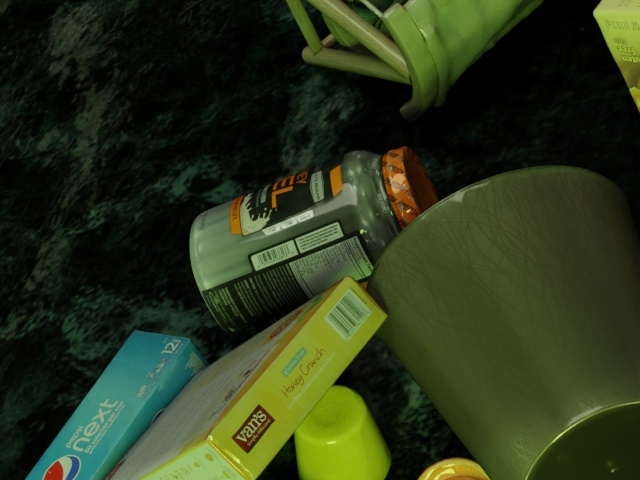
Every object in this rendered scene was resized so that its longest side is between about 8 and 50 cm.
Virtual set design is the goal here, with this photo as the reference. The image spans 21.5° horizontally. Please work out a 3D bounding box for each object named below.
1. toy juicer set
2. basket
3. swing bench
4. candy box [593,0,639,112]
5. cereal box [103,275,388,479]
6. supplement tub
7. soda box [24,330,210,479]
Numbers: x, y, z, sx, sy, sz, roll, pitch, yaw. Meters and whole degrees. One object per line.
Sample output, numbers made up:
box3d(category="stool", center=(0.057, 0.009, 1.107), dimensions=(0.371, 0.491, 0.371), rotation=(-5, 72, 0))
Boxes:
box3d(category="toy juicer set", center=(-0.002, 0.256, 1.099), dimensions=(0.209, 0.089, 0.329), rotation=(21, 55, 31))
box3d(category="basket", center=(0.156, 0.081, 1.121), dimensions=(0.204, 0.154, 0.227), rotation=(-25, 39, 0))
box3d(category="swing bench", center=(0.114, -0.257, 1.547), dimensions=(0.253, 0.165, 0.255), rotation=(-41, 41, -12))
box3d(category="candy box", center=(0.362, -0.108, 1.148), dimensions=(0.316, 0.183, 0.087), rotation=(10, 54, 45))
box3d(category="cereal box", center=(-0.070, 0.128, 1.199), dimensions=(0.173, 0.047, 0.240), rotation=(-49, 7, -36))
box3d(category="supplement tub", center=(0.000, 0.000, 1.363), dimensions=(0.190, 0.117, 0.117), rotation=(-22, 37, 15))
box3d(category="soda box", center=(-0.164, 0.172, 1.329), dimensions=(0.071, 0.067, 0.210), rotation=(5, 50, 43))
